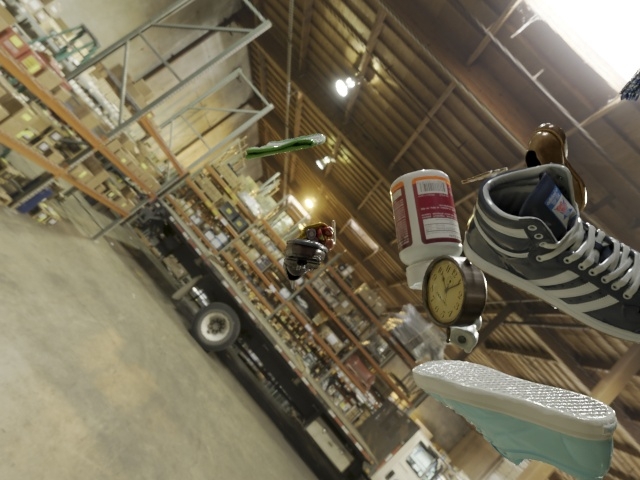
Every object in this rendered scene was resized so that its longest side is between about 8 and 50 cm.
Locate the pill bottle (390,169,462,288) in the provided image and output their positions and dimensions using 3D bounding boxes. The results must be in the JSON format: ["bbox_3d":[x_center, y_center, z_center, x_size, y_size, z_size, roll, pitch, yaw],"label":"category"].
[{"bbox_3d":[0.386,-0.034,1.477,0.224,0.223,0.393,82,4,-71],"label":"pill bottle"}]

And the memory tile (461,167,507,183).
[{"bbox_3d":[0.614,-0.242,1.535,0.148,0.113,0.012,163,-88,-69],"label":"memory tile"}]

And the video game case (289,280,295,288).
[{"bbox_3d":[-0.094,0.095,1.408,0.087,0.011,0.122,-125,-142,-73],"label":"video game case"}]

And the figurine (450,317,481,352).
[{"bbox_3d":[0.520,0.249,1.407,0.092,0.209,0.215,9,-74,33],"label":"figurine"}]

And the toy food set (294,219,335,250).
[{"bbox_3d":[0.000,0.000,1.607,0.071,0.217,0.128,32,-52,44],"label":"toy food set"}]

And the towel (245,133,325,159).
[{"bbox_3d":[-0.053,-0.159,0.674,0.152,0.113,0.023,-65,144,-73],"label":"towel"}]

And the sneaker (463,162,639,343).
[{"bbox_3d":[0.299,0.012,0.455,0.282,0.099,0.153,25,-26,30],"label":"sneaker"}]

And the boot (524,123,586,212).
[{"bbox_3d":[0.639,-0.163,1.129,0.305,0.115,0.112,49,-21,-28],"label":"boot"}]

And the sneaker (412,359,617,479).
[{"bbox_3d":[0.325,0.333,0.759,0.365,0.135,0.150,3,-86,51],"label":"sneaker"}]

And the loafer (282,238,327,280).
[{"bbox_3d":[-0.049,0.059,1.069,0.108,0.095,0.302,14,-8,-6],"label":"loafer"}]

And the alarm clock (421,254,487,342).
[{"bbox_3d":[0.247,0.077,0.730,0.129,0.064,0.192,-112,-150,-54],"label":"alarm clock"}]

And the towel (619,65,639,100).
[{"bbox_3d":[0.706,-0.422,0.762,0.040,0.243,0.336,36,8,17],"label":"towel"}]
